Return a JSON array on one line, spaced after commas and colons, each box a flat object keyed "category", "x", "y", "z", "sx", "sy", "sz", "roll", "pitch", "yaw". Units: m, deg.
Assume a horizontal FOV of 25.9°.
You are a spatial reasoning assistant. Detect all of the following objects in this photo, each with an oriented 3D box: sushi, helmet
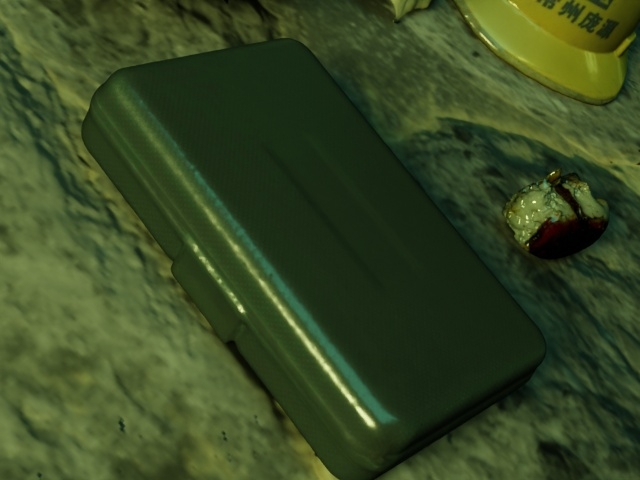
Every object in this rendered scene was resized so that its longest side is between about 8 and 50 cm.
[{"category": "sushi", "x": 0.151, "y": -0.016, "z": 0.854, "sx": 0.083, "sy": 0.044, "sz": 0.046, "roll": -17, "pitch": 64, "yaw": -47}, {"category": "helmet", "x": 0.191, "y": -0.240, "z": 1.048, "sx": 0.205, "sy": 0.140, "sz": 0.257, "roll": 23, "pitch": 37, "yaw": -24}]

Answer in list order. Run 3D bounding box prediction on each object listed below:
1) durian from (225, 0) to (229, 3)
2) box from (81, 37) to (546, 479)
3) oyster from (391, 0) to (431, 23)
[{"category": "durian", "x": -0.053, "y": -0.198, "z": 0.768, "sx": 0.237, "sy": 0.193, "sz": 0.138, "roll": 28, "pitch": 76, "yaw": 0}, {"category": "box", "x": 0.000, "y": 0.000, "z": 0.695, "sx": 0.160, "sy": 0.050, "sz": 0.230, "roll": -21, "pitch": 68, "yaw": -50}, {"category": "oyster", "x": 0.032, "y": -0.257, "z": 0.913, "sx": 0.233, "sy": 0.107, "sz": 0.161, "roll": 38, "pitch": 20, "yaw": -50}]
